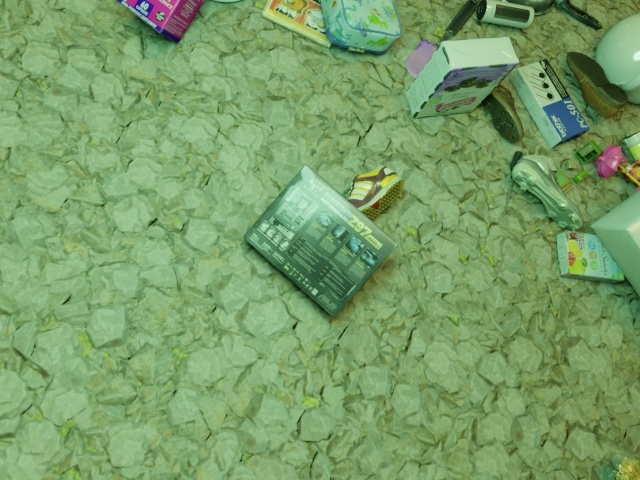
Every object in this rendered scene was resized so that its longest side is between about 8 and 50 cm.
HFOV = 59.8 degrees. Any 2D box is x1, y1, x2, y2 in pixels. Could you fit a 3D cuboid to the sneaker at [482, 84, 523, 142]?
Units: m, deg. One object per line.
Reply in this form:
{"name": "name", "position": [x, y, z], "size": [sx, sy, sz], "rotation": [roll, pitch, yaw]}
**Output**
{"name": "sneaker", "position": [0.431, -0.321, 1.306], "size": [0.071, 0.066, 0.188], "rotation": [-27, 81, -22]}

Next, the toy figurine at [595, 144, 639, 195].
{"name": "toy figurine", "position": [0.735, -0.164, 1.321], "size": [0.159, 0.130, 0.173], "rotation": [47, 45, 14]}

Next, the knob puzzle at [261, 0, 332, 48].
{"name": "knob puzzle", "position": [-0.021, -0.557, 1.285], "size": [0.213, 0.030, 0.213], "rotation": [5, 70, -13]}

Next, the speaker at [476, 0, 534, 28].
{"name": "speaker", "position": [0.466, -0.573, 1.407], "size": [0.136, 0.055, 0.055], "rotation": [4, 71, -14]}

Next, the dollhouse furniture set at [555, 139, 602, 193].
{"name": "dollhouse furniture set", "position": [0.589, -0.171, 1.300], "size": [0.151, 0.058, 0.076], "rotation": [-34, 82, -22]}

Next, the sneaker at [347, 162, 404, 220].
{"name": "sneaker", "position": [0.081, -0.083, 1.139], "size": [0.185, 0.070, 0.084], "rotation": [-37, 57, -15]}

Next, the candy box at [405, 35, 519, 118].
{"name": "candy box", "position": [0.300, -0.350, 1.209], "size": [0.164, 0.196, 0.070], "rotation": [-11, 75, -18]}

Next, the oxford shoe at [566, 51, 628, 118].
{"name": "oxford shoe", "position": [0.674, -0.391, 1.397], "size": [0.076, 0.076, 0.212], "rotation": [-10, 59, -16]}

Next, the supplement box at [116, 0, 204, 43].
{"name": "supplement box", "position": [-0.286, -0.526, 1.105], "size": [0.111, 0.114, 0.220], "rotation": [36, 99, -1]}

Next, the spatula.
{"name": "spatula", "position": [0.306, -0.495, 1.350], "size": [0.084, 0.030, 0.296], "rotation": [36, 67, 2]}

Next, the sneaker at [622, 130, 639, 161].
{"name": "sneaker", "position": [0.855, -0.237, 1.390], "size": [0.208, 0.081, 0.094], "rotation": [-15, 83, -12]}

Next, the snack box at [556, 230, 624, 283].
{"name": "snack box", "position": [0.603, 0.037, 1.245], "size": [0.141, 0.037, 0.100], "rotation": [8, 71, -13]}

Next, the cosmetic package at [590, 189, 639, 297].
{"name": "cosmetic package", "position": [0.773, 0.061, 1.160], "size": [0.197, 0.155, 0.366], "rotation": [-35, 93, 1]}

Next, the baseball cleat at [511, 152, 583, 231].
{"name": "baseball cleat", "position": [0.526, -0.118, 1.252], "size": [0.206, 0.072, 0.109], "rotation": [42, 63, -9]}

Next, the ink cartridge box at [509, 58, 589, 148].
{"name": "ink cartridge box", "position": [0.556, -0.335, 1.354], "size": [0.097, 0.046, 0.207], "rotation": [-22, 79, -20]}

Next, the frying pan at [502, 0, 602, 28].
{"name": "frying pan", "position": [0.590, -0.641, 1.471], "size": [0.326, 0.053, 0.197], "rotation": [45, 68, 6]}

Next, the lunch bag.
{"name": "lunch bag", "position": [0.088, -0.535, 1.262], "size": [0.176, 0.090, 0.219], "rotation": [-4, 73, -32]}

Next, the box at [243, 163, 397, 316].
{"name": "box", "position": [0.000, 0.000, 1.052], "size": [0.232, 0.059, 0.183], "rotation": [40, 92, 0]}

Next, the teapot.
{"name": "teapot", "position": [0.844, -0.480, 1.405], "size": [0.252, 0.187, 0.256], "rotation": [0, 73, -15]}

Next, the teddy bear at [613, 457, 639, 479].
{"name": "teddy bear", "position": [0.597, 0.583, 1.020], "size": [0.245, 0.113, 0.338], "rotation": [41, 67, -1]}

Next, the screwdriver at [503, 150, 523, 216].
{"name": "screwdriver", "position": [0.435, -0.129, 1.272], "size": [0.024, 0.025, 0.170], "rotation": [22, 76, -8]}
